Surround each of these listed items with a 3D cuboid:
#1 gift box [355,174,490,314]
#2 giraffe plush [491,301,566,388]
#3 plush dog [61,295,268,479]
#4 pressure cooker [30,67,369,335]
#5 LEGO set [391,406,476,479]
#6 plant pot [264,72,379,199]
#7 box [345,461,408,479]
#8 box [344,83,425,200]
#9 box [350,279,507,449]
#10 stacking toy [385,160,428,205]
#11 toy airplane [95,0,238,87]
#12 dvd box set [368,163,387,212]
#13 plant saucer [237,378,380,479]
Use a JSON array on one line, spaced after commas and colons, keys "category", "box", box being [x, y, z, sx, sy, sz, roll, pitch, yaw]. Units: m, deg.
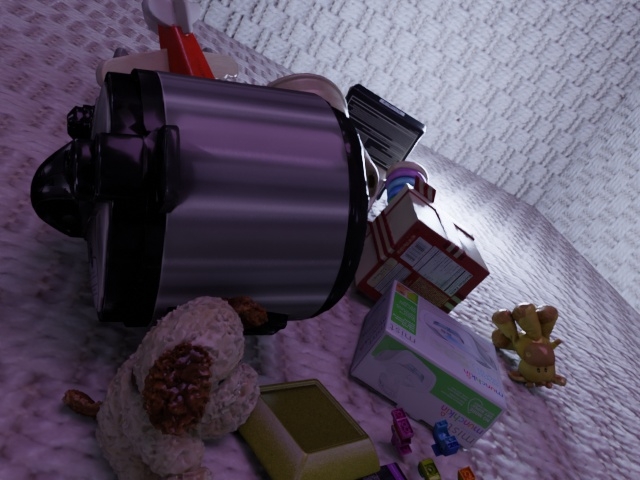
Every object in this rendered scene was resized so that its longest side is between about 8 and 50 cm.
[{"category": "gift box", "box": [0.222, 0.017, 1.331, 0.276, 0.255, 0.258, 40, 20, -15]}, {"category": "giraffe plush", "box": [0.536, 0.285, 1.396, 0.210, 0.182, 0.170, 61, 23, -27]}, {"category": "plush dog", "box": [-0.161, 0.158, 0.625, 0.211, 0.225, 0.262, 31, 23, -4]}, {"category": "pressure cooker", "box": [-0.189, -0.056, 0.809, 0.421, 0.369, 0.375, 2, 39, -26]}, {"category": "LEGO set", "box": [0.189, 0.373, 0.849, 0.087, 0.093, 0.227, -11, 45, -15]}, {"category": "plant pot", "box": [-0.016, -0.206, 1.420, 0.334, 0.333, 0.305, 11, 36, -41]}, {"category": "box", "box": [0.080, 0.374, 0.760, 0.162, 0.029, 0.116, 12, 30, -43]}, {"category": "box", "box": [0.171, -0.355, 1.968, 0.296, 0.294, 0.182, 33, 22, -1]}, {"category": "box", "box": [0.209, 0.235, 1.080, 0.262, 0.126, 0.231, 34, 21, 0]}, {"category": "stacking toy", "box": [0.257, -0.095, 1.718, 0.141, 0.141, 0.330, 27, 48, -14]}, {"category": "toy airplane", "box": [-0.386, -0.438, 1.457, 0.386, 0.273, 0.383, 33, 49, -40]}, {"category": "dvd box set", "box": [0.004, -0.251, 1.781, 0.421, 0.062, 0.307, 32, 35, -1]}, {"category": "plant saucer", "box": [-0.021, 0.263, 0.790, 0.189, 0.045, 0.188, 7, 25, -46]}]
